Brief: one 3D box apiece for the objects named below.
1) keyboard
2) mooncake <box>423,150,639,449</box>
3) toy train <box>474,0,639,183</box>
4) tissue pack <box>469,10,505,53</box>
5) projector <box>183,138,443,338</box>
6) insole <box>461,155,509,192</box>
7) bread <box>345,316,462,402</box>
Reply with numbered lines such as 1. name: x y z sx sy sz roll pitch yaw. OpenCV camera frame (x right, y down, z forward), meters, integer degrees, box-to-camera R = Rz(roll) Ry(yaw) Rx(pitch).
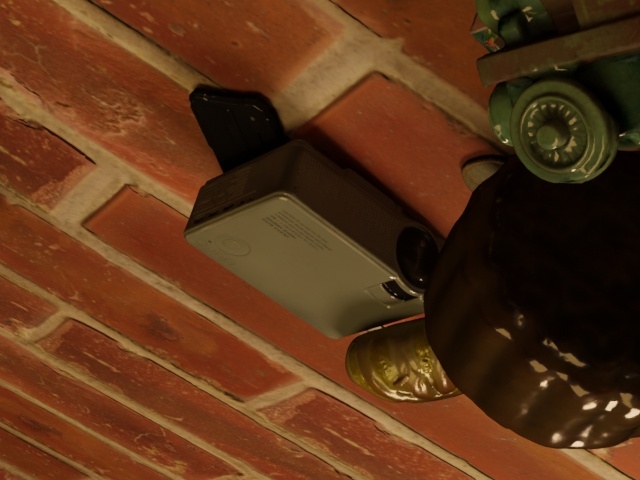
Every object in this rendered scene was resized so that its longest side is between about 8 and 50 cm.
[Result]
1. keyboard: -0.074 -0.086 1.550 0.106 0.016 0.262 11 150 22
2. mooncake: 0.255 0.050 1.274 0.290 0.290 0.161 22 147 2
3. toy train: 0.243 -0.169 0.989 0.304 0.150 0.221 -12 102 41
4. tissue pack: 0.197 -0.167 1.156 0.111 0.079 0.085 40 146 -28
5. projector: 0.000 0.000 1.534 0.256 0.099 0.192 36 145 -29
6. insole: 0.277 0.015 1.476 0.119 0.009 0.348 -11 137 46
7. bread: 0.134 0.142 1.607 0.213 0.105 0.213 -12 178 -1
